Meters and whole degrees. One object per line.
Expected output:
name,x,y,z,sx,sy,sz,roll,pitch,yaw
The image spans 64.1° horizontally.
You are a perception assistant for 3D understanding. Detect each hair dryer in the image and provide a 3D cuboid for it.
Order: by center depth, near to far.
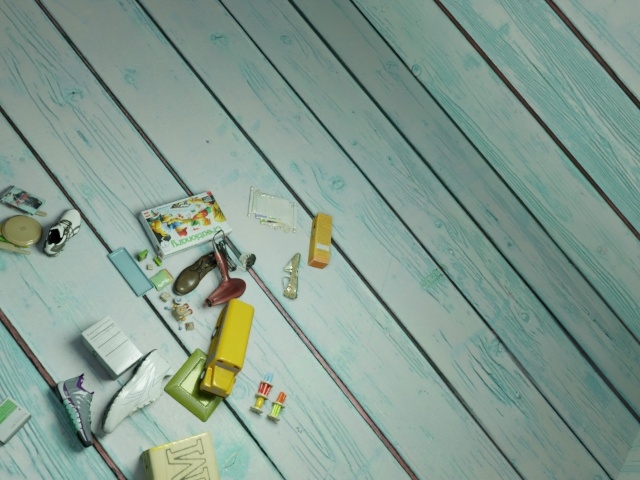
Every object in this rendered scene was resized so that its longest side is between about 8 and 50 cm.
hair dryer,-0.368,0.128,1.940,0.223,0.080,0.294,38,49,-34

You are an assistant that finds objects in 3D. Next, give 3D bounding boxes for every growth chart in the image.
growth chart,-0.204,-0.127,2.211,0.237,0.021,0.172,18,61,-18

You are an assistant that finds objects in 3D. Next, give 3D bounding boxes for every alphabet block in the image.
alphabet block,-0.434,0.725,1.593,0.193,0.192,0.197,-6,71,-30

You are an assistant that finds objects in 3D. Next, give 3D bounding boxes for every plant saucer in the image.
plant saucer,-0.415,0.502,1.794,0.188,0.045,0.188,40,56,-4
plant saucer,-0.688,0.115,1.861,0.067,0.018,0.192,-36,86,-34

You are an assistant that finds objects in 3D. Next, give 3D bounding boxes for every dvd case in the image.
dvd case,-1.045,-0.140,1.794,0.119,0.013,0.087,26,37,-12

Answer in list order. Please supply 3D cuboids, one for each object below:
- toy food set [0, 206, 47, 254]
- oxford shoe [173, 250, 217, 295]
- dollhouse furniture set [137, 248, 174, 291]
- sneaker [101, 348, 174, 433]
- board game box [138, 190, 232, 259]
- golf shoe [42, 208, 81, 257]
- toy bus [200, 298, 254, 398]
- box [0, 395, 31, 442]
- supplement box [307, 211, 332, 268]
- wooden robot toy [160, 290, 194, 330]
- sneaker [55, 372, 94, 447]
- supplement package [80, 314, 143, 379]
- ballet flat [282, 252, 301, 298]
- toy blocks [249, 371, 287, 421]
toy food set,-1.030,-0.032,1.758,0.132,0.038,0.192,20,48,-22
oxford shoe,-0.465,0.113,1.926,0.083,0.096,0.227,42,57,-5
dollhouse furniture set,-0.607,0.105,1.881,0.152,0.058,0.076,49,56,3
sneaker,-0.593,0.503,1.674,0.129,0.111,0.297,42,57,-12
board game box,-0.520,-0.065,1.992,0.305,0.053,0.193,-24,78,-38
golf shoe,-0.897,-0.038,1.787,0.077,0.094,0.198,22,57,-14
toy bus,-0.326,0.379,1.814,0.108,0.130,0.333,28,39,-19
box,-0.921,0.528,1.500,0.087,0.102,0.101,41,55,-5
supplement box,0.000,0.000,2.217,0.080,0.078,0.234,14,62,-20
wooden robot toy,-0.505,0.247,1.851,0.076,0.079,0.173,-33,84,-34
sneaker,-0.741,0.528,1.602,0.098,0.083,0.224,-22,77,-37
supplement package,-0.692,0.355,1.692,0.179,0.105,0.105,48,56,2
ballet flat,-0.120,0.140,2.100,0.067,0.073,0.206,7,59,-7
toy blocks,-0.176,0.568,1.874,0.123,0.054,0.148,29,57,-10
